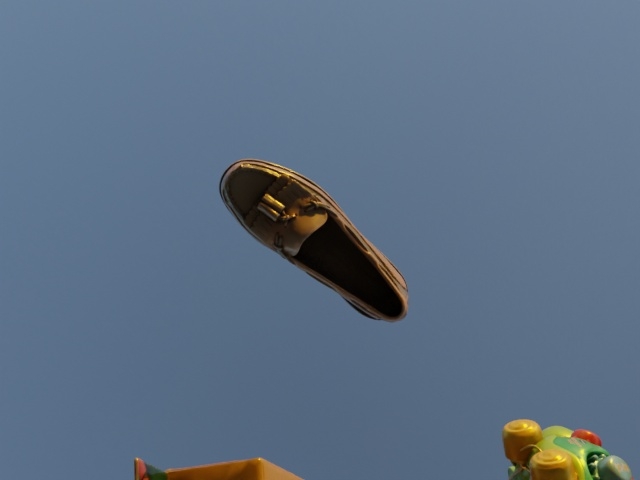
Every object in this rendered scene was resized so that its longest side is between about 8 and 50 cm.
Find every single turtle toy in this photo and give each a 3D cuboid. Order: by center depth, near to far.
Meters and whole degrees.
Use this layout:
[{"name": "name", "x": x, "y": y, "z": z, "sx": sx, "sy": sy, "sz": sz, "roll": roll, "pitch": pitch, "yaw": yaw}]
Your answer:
[{"name": "turtle toy", "x": 0.150, "y": 0.151, "z": 0.563, "sx": 0.066, "sy": 0.130, "sz": 0.095, "roll": -12, "pitch": -79, "yaw": -4}]

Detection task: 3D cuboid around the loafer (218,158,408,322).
[{"name": "loafer", "x": 0.000, "y": 0.000, "z": 0.508, "sx": 0.125, "sy": 0.039, "sz": 0.045, "roll": 38, "pitch": -88, "yaw": -10}]

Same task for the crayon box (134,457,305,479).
[{"name": "crayon box", "x": -0.037, "y": 0.283, "z": 0.699, "sx": 0.081, "sy": 0.318, "sz": 0.202, "roll": -11, "pitch": -115, "yaw": 15}]
